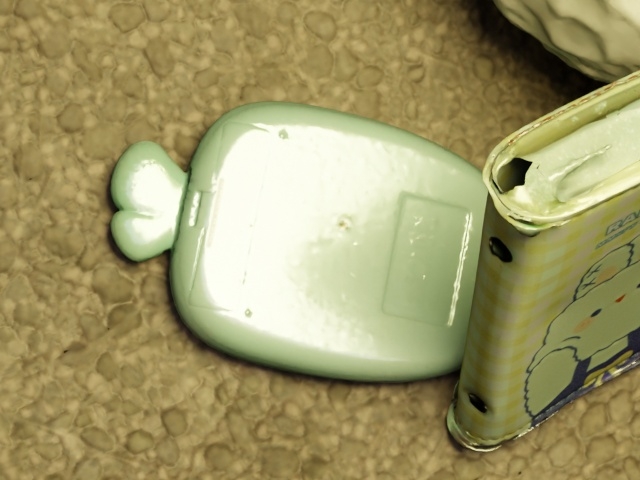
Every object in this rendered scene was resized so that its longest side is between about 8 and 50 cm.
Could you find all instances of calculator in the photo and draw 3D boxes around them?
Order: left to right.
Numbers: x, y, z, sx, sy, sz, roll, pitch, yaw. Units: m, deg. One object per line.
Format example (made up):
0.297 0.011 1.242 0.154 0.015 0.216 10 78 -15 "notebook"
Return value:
0.000 0.000 1.357 0.295 0.042 0.184 12 81 -9 "calculator"

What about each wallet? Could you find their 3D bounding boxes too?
0.187 0.009 1.262 0.223 0.309 0.077 -29 64 -16 "wallet"

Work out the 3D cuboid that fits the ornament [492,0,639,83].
0.237 -0.259 1.285 0.337 0.337 0.337 1 82 -10 "ornament"
